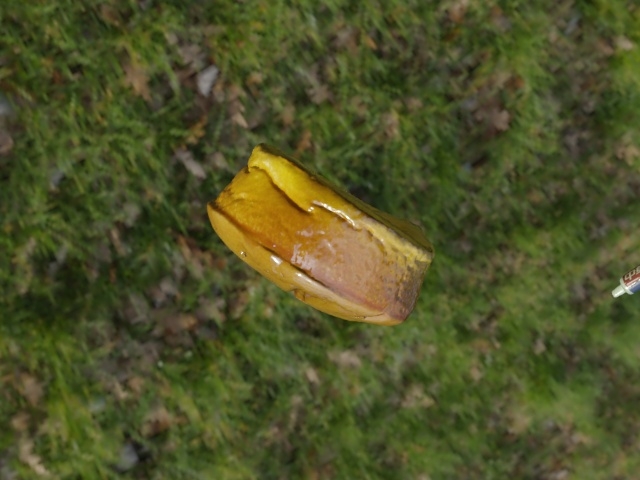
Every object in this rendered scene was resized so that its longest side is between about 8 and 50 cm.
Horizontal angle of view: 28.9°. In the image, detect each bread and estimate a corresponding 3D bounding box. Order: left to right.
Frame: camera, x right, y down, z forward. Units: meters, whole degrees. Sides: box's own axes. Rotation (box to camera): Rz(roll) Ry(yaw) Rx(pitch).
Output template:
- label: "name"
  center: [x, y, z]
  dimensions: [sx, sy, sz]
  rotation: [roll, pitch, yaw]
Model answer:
- label: "bread"
  center: [0.000, 0.000, 1.429]
  dimensions: [0.142, 0.270, 0.195]
  rotation: [-58, 169, 7]

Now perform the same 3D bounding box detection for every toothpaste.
- label: "toothpaste"
  center: [0.361, 0.019, 1.293]
  dimensions: [0.021, 0.037, 0.140]
  rotation: [35, 121, -29]
